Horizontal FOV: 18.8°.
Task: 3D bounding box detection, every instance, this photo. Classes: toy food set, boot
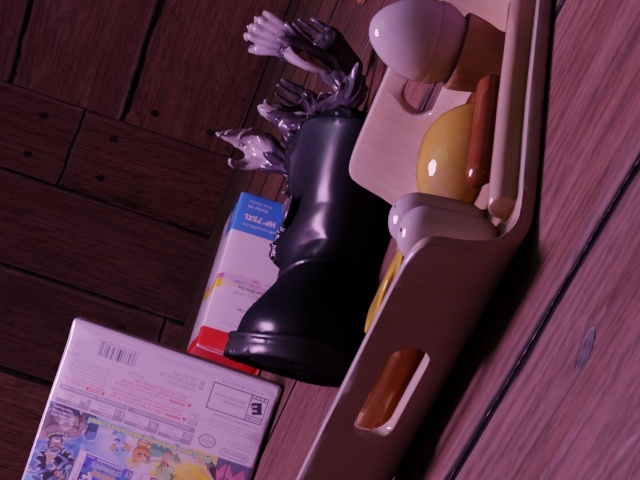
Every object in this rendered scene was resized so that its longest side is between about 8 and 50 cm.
[{"bbox_3d":[0.043,-0.018,1.087,0.306,0.092,0.220,-77,8,-49],"label":"toy food set"},{"bbox_3d":[0.000,0.000,1.421,0.246,0.094,0.207,103,-179,-86],"label":"boot"}]

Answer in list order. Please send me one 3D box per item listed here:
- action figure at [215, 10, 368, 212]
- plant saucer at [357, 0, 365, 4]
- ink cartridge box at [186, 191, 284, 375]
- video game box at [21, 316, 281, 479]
[{"bbox_3d":[-0.025,-0.129,1.879,0.276,0.141,0.164,-79,10,-73],"label":"action figure"},{"bbox_3d":[0.059,-0.323,2.311,0.083,0.013,0.083,-161,90,-84],"label":"plant saucer"},{"bbox_3d":[-0.092,0.079,2.140,0.134,0.078,0.231,124,163,-70],"label":"ink cartridge box"},{"bbox_3d":[-0.160,0.190,1.805,0.048,0.205,0.187,-167,96,-88],"label":"video game box"}]
